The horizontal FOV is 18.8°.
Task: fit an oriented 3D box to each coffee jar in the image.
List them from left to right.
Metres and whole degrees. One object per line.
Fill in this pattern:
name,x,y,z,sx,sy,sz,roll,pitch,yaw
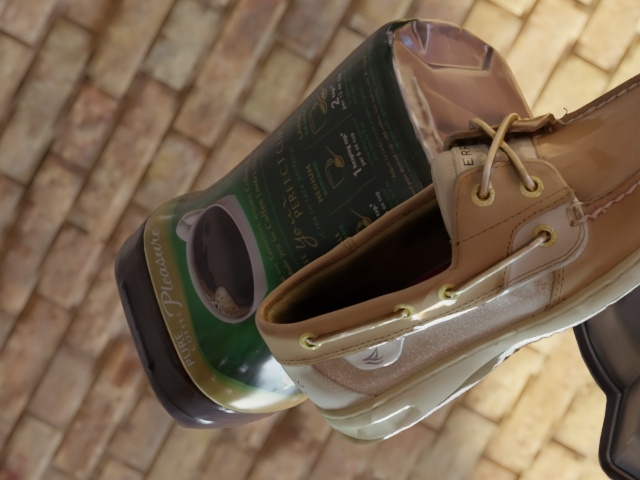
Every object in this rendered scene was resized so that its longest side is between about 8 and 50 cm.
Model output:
coffee jar,0.000,0.000,0.743,0.079,0.096,0.184,0,153,-46

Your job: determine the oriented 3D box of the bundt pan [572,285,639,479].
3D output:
bundt pan,0.243,0.007,0.626,0.331,0.331,0.124,-62,167,-4

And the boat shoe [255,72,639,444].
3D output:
boat shoe,0.042,-0.003,0.455,0.135,0.045,0.050,-39,-155,17
